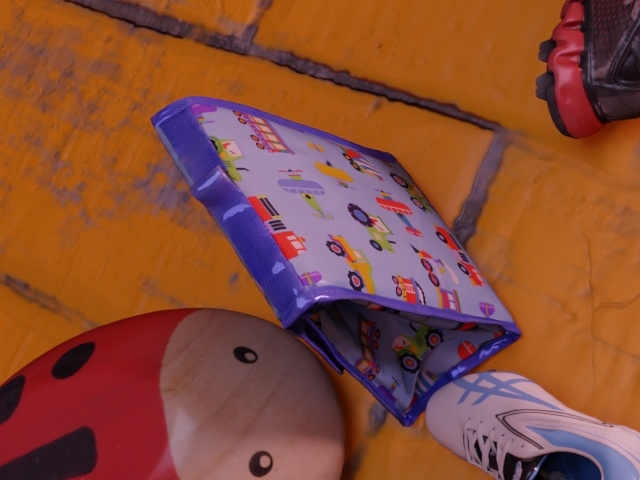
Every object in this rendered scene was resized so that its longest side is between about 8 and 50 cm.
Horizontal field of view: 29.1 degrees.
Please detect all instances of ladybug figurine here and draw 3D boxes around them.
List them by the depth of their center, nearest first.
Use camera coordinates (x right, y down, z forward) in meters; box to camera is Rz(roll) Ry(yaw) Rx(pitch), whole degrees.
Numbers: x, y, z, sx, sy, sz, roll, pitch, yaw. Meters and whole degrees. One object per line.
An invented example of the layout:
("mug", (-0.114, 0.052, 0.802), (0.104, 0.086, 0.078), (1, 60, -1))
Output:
("ladybug figurine", (-0.195, 0.214, 1.104), (0.449, 0.162, 0.305), (-27, 62, 22))

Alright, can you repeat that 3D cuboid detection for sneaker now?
("sneaker", (0.153, 0.157, 0.924), (0.237, 0.086, 0.085), (14, 116, 53))
("sneaker", (0.258, -0.220, 1.014), (0.135, 0.097, 0.276), (-3, 74, 31))

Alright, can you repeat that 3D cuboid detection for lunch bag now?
("lunch bag", (0.000, 0.000, 0.976), (0.138, 0.293, 0.221), (-41, 57, 13))
